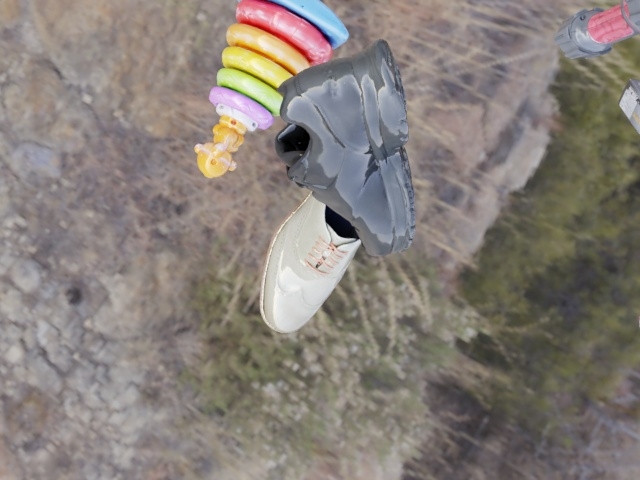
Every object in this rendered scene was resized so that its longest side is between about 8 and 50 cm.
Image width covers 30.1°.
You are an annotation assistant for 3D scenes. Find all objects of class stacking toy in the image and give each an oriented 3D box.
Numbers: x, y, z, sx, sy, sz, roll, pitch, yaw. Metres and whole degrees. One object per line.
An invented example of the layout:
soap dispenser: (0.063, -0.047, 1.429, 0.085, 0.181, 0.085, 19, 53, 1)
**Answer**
stacking toy: (-0.101, -0.228, 1.790, 0.175, 0.166, 0.302, 28, 84, -13)

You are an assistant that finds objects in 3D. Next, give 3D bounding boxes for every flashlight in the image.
flashlight: (0.459, -0.342, 1.837, 0.103, 0.304, 0.103, 43, 77, -11)

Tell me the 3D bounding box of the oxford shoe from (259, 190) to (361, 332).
oxford shoe: (0.000, 0.000, 2.052, 0.140, 0.146, 0.397, 22, 107, -10)

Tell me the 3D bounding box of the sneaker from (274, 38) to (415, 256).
sneaker: (0.025, -0.081, 1.176, 0.130, 0.109, 0.286, -12, 141, 1)

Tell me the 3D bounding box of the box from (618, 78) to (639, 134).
box: (0.629, -0.182, 1.995, 0.183, 0.231, 0.056, 4, 128, -19)
